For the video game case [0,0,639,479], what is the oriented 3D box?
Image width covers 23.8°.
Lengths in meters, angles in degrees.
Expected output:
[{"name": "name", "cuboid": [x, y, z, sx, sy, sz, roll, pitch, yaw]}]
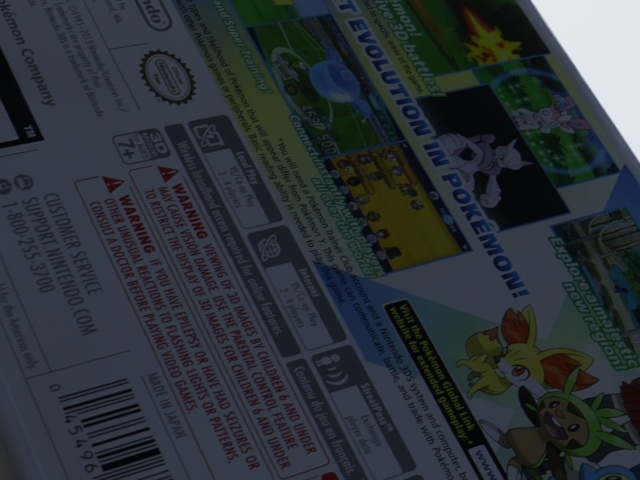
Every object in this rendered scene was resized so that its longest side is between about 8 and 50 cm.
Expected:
[{"name": "video game case", "cuboid": [0.000, 0.000, 0.573, 0.329, 0.300, 0.036, 61, -33, 24]}]
